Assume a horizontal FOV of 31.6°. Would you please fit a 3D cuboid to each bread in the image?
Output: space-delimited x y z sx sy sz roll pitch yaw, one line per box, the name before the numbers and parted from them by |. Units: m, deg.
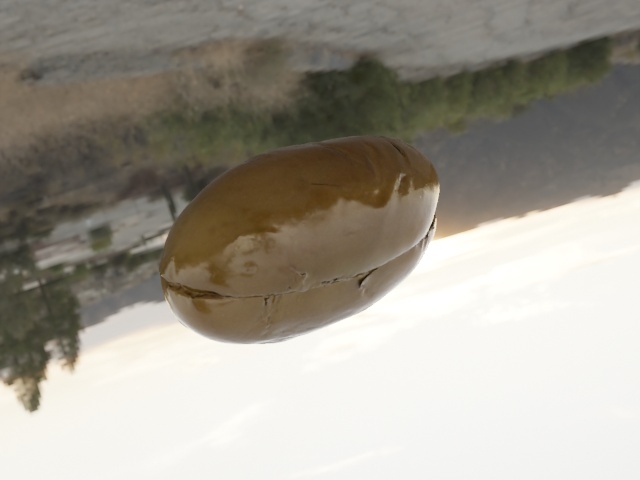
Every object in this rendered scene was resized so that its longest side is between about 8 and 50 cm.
bread | 0.000 0.000 0.634 0.189 0.114 0.077 -18 -150 -30
